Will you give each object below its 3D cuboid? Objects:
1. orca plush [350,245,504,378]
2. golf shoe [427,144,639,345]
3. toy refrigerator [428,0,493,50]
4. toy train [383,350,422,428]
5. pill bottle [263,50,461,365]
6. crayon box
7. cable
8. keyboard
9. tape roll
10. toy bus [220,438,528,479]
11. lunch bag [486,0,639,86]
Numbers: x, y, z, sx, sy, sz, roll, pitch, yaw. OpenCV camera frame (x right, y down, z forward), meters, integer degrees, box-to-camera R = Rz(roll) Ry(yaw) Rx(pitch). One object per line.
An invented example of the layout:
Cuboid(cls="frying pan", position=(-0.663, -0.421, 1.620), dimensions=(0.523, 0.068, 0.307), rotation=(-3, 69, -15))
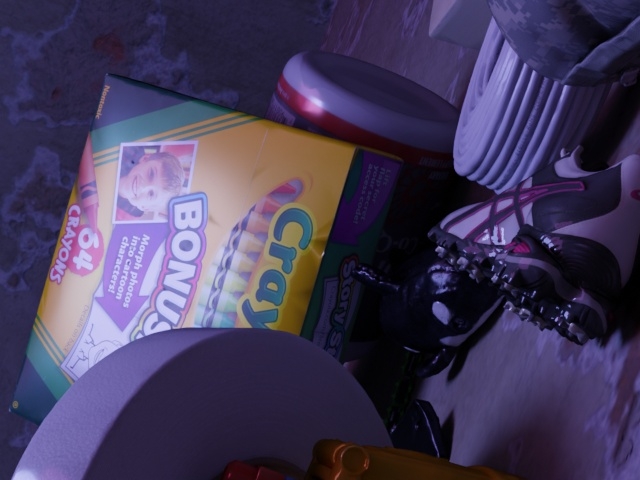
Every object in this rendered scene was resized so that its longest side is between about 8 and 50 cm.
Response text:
Cuboid(cls="orca plush", position=(0.081, 0.029, 1.493), dimensions=(0.151, 0.102, 0.287), rotation=(-63, 9, 5))
Cuboid(cls="golf shoe", position=(0.164, -0.003, 1.166), dimensions=(0.120, 0.105, 0.273), rotation=(-54, 13, -3))
Cuboid(cls="toy refrigerator", position=(0.195, -0.283, 1.597), dimensions=(0.269, 0.094, 0.102), rotation=(128, 154, -67))
Cuboid(cls="toy train", position=(0.078, 0.143, 1.578), dimensions=(0.023, 0.017, 0.083), rotation=(98, -169, -82))
Cuboid(cls="pill bottle", position=(0.000, 0.000, 1.763), dimensions=(0.210, 0.210, 0.363), rotation=(-92, 23, -70))
Cuboid(cls="crayon box", position=(-0.119, 0.049, 1.624), dimensions=(0.106, 0.313, 0.362), rotation=(12, -84, -56))
Cuboid(cls="cable", position=(0.180, -0.155, 1.314), dimensions=(0.257, 0.089, 0.257), rotation=(130, 159, -83))
Cuboid(cls="keyboard", position=(0.071, 0.210, 1.454), dimensions=(0.192, 0.038, 0.100), rotation=(119, 145, -41))
Cuboid(cls="tape roll", position=(-0.071, 0.253, 1.152), dimensions=(0.072, 0.392, 0.392), rotation=(-2, 61, 37))
Cuboid(cls="toy bus", position=(0.016, 0.234, 1.088), dimensions=(0.149, 0.211, 0.220), rotation=(162, 126, -78))
Cuboid(cls="lunch bag", position=(0.201, -0.246, 1.042), dimensions=(0.305, 0.213, 0.256), rotation=(143, 130, -80))
